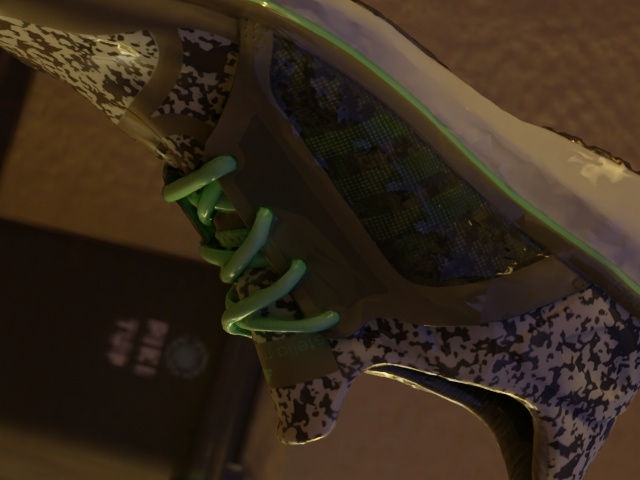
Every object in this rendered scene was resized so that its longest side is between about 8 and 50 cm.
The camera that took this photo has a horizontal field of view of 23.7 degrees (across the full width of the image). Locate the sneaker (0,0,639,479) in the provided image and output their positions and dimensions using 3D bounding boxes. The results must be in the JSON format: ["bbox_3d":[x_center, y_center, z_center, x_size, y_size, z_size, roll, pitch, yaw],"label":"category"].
[{"bbox_3d":[0.000,0.000,0.711,0.182,0.410,0.158,-66,-169,-12],"label":"sneaker"}]
